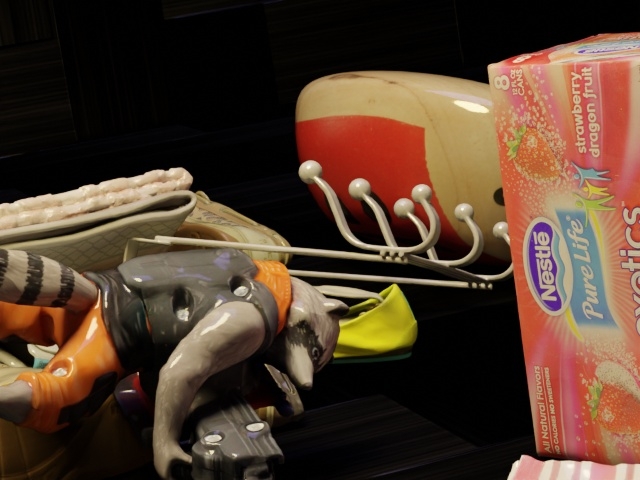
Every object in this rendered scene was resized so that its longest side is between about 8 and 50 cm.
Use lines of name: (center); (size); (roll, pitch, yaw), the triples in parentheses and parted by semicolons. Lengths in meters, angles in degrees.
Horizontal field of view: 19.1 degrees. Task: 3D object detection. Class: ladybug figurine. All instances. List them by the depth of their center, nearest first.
ladybug figurine: (0.127, -0.071, 2.049); (0.305, 0.161, 0.449); (22, -6, -29)

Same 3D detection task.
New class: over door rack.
over door rack: (0.000, 0.000, 1.817); (0.324, 0.108, 0.239); (-8, -12, 24)

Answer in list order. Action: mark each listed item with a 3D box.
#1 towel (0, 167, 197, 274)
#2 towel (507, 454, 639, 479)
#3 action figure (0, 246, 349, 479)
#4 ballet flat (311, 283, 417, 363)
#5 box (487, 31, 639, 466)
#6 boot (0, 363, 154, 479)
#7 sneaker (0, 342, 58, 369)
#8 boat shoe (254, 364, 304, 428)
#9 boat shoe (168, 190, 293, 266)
towel: (-0.303, 0.045, 1.858); (0.332, 0.053, 0.317); (-13, -19, -25)
towel: (0.206, 0.174, 1.245); (0.197, 0.029, 0.144); (-4, 13, 20)
action figure: (-0.121, 0.084, 1.368); (0.330, 0.178, 0.341); (-4, 25, -29)
ballet flat: (-0.027, 0.084, 1.737); (0.231, 0.077, 0.077); (-10, 13, -5)
box: (0.235, 0.004, 1.374); (0.154, 0.300, 0.142); (4, 16, 45)
boot: (-0.277, 0.151, 1.527); (0.203, 0.095, 0.262); (4, 10, 42)
sneaker: (-0.221, 0.110, 1.691); (0.191, 0.071, 0.083); (12, 11, 12)
boat shoe: (-0.051, 0.120, 1.634); (0.049, 0.056, 0.152); (3, 26, -17)
boat shoe: (-0.142, 0.001, 2.209); (0.089, 0.104, 0.285); (-10, 21, -33)
